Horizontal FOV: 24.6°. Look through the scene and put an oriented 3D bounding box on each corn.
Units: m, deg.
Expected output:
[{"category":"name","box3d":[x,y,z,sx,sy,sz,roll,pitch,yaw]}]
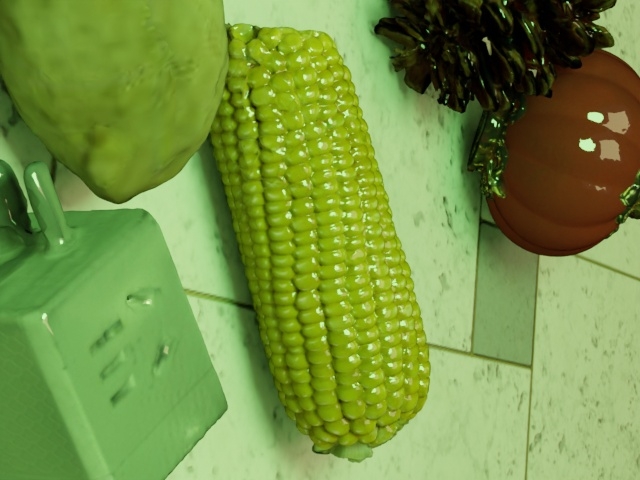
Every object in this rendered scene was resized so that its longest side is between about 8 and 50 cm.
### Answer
[{"category":"corn","box3d":[0.000,0.000,1.217,0.144,0.144,0.387,-34,118,-51]}]

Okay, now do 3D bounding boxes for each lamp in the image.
[{"category":"lamp","box3d":[0.267,-0.092,1.547,0.227,0.227,0.226,3,87,-56]}]

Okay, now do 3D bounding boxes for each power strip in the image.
[{"category":"power strip","box3d":[-0.176,0.056,0.953,0.140,0.139,0.224,-47,126,-45]}]

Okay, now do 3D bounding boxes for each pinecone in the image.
[{"category":"pinecone","box3d":[0.160,-0.218,1.414,0.221,0.221,0.221,3,87,-56]}]

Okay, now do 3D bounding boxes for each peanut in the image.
[{"category":"peanut","box3d":[-0.153,-0.215,0.978,0.192,0.170,0.387,-103,-171,-75]}]
